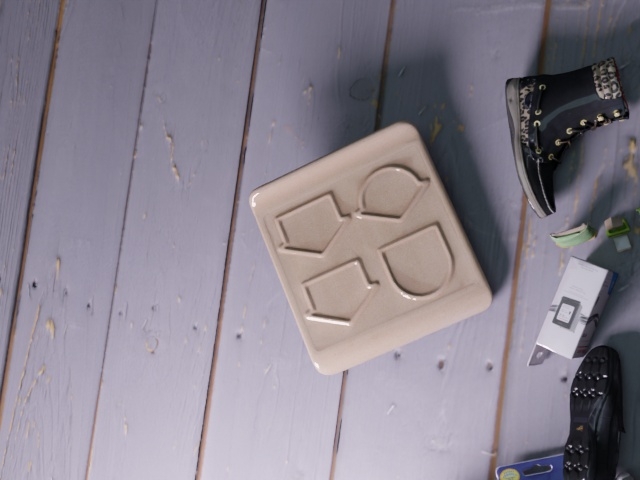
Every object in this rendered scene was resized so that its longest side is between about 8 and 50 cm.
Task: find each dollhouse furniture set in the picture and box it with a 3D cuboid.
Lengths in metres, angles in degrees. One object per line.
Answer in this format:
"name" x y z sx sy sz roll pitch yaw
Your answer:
"dollhouse furniture set" 0.435 0.000 1.293 0.151 0.076 0.059 -19 74 24

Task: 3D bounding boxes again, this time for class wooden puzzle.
"wooden puzzle" 0.083 0.014 1.447 0.322 0.080 0.348 -25 82 10

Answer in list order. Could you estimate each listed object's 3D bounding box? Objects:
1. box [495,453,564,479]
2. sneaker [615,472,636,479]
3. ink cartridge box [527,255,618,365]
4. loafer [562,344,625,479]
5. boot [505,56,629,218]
"box" 0.363 0.449 1.299 0.136 0.036 0.225 -19 75 25
"sneaker" 0.470 0.446 1.226 0.083 0.084 0.215 -9 82 12
"ink cartridge box" 0.387 0.120 1.289 0.060 0.104 0.180 23 96 27
"loafer" 0.421 0.271 1.274 0.076 0.078 0.223 -13 60 59
"boot" 0.396 -0.166 1.330 0.178 0.085 0.236 -13 78 24
